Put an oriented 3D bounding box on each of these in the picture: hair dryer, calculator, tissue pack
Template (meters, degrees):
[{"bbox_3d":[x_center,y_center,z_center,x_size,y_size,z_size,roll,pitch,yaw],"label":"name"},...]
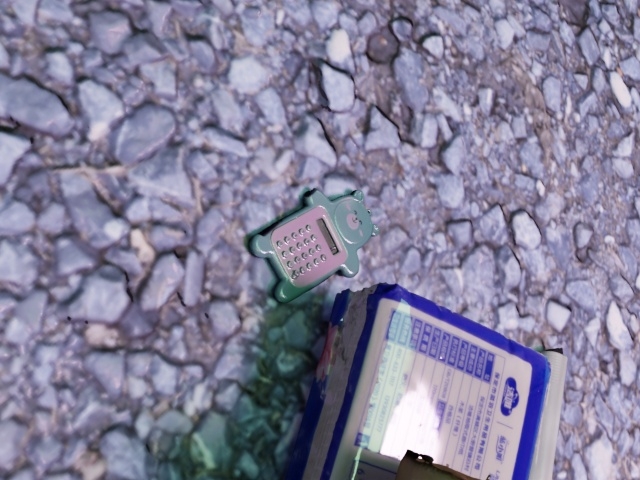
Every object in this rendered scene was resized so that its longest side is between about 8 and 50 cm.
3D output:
[{"bbox_3d":[0.230,0.214,0.782,0.131,0.073,0.236,34,61,-23],"label":"hair dryer"},{"bbox_3d":[0.000,0.000,0.696,0.141,0.019,0.094,-31,96,-34],"label":"calculator"},{"bbox_3d":[0.072,0.195,0.640,0.209,0.137,0.270,25,71,-26],"label":"tissue pack"}]

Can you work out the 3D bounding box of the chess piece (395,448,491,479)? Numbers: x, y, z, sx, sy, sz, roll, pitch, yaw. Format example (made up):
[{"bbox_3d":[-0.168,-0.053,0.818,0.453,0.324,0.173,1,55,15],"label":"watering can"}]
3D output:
[{"bbox_3d":[0.068,0.295,0.454,0.137,0.137,0.301,28,76,-27],"label":"chess piece"}]
